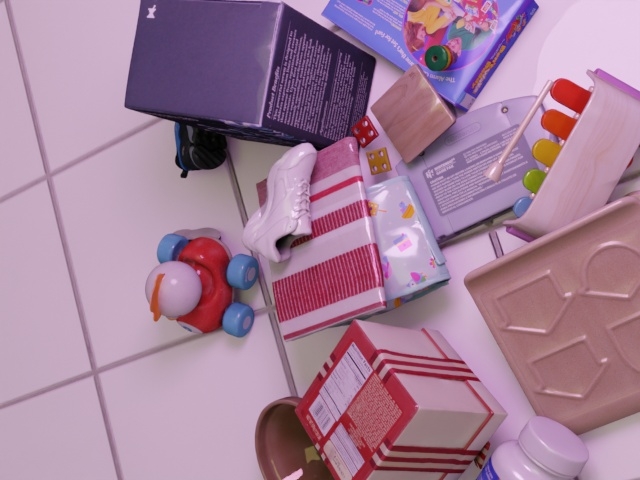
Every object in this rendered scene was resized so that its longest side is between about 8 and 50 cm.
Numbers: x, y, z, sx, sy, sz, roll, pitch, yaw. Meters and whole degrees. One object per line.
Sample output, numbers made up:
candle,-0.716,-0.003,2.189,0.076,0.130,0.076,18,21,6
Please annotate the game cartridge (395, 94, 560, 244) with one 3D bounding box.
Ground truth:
game cartridge,0.296,-0.137,1.565,0.297,0.062,0.198,-26,72,24

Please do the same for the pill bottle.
pill bottle,0.337,0.439,1.439,0.152,0.152,0.272,35,113,24

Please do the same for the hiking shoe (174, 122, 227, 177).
hiking shoe,-0.269,-0.295,1.826,0.132,0.113,0.304,-9,71,48

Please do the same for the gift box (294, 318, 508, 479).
gift box,0.132,0.310,1.489,0.276,0.258,0.255,-56,43,25

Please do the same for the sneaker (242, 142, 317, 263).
sneaker,-0.047,-0.061,1.532,0.115,0.090,0.232,35,111,31

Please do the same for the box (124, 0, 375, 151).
box,-0.117,-0.300,1.589,0.294,0.395,0.211,12,93,27

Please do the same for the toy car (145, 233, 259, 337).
toy car,-0.283,0.112,1.723,0.219,0.238,0.210,16,111,25

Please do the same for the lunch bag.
lunch bag,0.102,0.023,1.597,0.262,0.160,0.223,-27,75,29

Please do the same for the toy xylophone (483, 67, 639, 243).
toy xylophone,0.412,-0.142,1.418,0.236,0.081,0.322,33,98,-14

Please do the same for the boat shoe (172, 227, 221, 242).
boat shoe,-0.269,0.000,1.850,0.125,0.046,0.038,-3,126,23

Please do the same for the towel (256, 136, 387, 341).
towel,0.000,0.000,1.549,0.237,0.037,0.328,-23,67,33

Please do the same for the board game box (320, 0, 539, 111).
board game box,0.200,-0.438,1.612,0.347,0.078,0.233,40,105,23

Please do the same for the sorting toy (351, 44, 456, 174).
sorting toy,0.173,-0.230,1.567,0.274,0.046,0.132,-42,74,39

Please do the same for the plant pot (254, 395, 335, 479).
plant pot,-0.013,0.411,1.643,0.237,0.110,0.237,12,107,43

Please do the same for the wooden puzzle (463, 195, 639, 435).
wooden puzzle,0.461,0.135,1.427,0.322,0.080,0.347,-29,94,24

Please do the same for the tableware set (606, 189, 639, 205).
tableware set,0.565,0.004,1.427,0.128,0.039,0.194,-31,74,22
